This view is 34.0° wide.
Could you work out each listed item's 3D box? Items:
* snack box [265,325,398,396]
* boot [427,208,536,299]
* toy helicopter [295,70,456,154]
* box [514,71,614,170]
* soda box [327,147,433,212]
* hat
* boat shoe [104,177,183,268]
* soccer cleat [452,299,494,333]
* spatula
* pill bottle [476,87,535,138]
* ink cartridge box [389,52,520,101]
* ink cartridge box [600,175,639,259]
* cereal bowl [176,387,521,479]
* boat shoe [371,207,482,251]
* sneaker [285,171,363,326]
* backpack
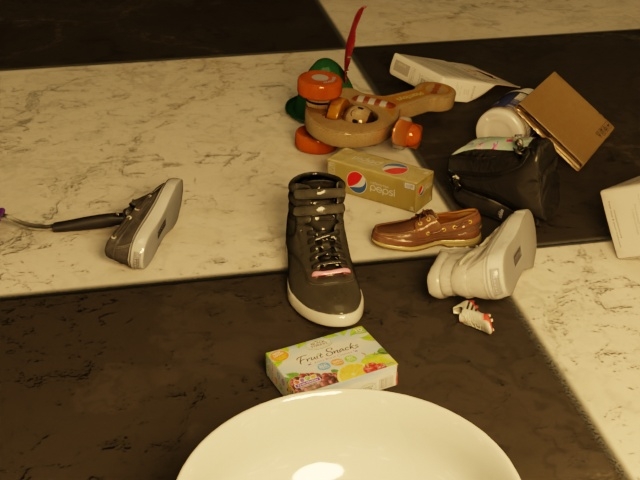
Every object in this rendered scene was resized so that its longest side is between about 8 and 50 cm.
[{"bbox_3d":[0.014,0.164,1.336,0.141,0.037,0.100,-14,31,-23],"label":"snack box"},{"bbox_3d":[0.239,0.019,1.545,0.123,0.095,0.258,-4,13,25],"label":"boot"},{"bbox_3d":[0.134,-0.242,1.972,0.355,0.140,0.235,-20,37,-36],"label":"toy helicopter"},{"bbox_3d":[0.462,-0.229,1.969,0.164,0.021,0.201,44,41,5],"label":"box"},{"bbox_3d":[0.101,-0.106,1.801,0.181,0.058,0.061,18,34,29],"label":"soda box"},{"bbox_3d":[0.013,-0.357,2.122,0.173,0.184,0.208,-1,29,0],"label":"hat"},{"bbox_3d":[-0.280,-0.034,1.656,0.076,0.080,0.228,11,38,5],"label":"boat shoe"},{"bbox_3d":[0.212,0.109,1.448,0.035,0.029,0.083,-17,29,-11],"label":"soccer cleat"},{"bbox_3d":[-0.456,-0.028,1.691,0.296,0.030,0.084,-2,27,-2],"label":"spatula"},{"bbox_3d":[0.368,-0.230,1.986,0.094,0.094,0.169,15,32,25],"label":"pill bottle"},{"bbox_3d":[0.290,-0.346,2.263,0.224,0.056,0.181,3,23,-35],"label":"ink cartridge box"},{"bbox_3d":[0.596,-0.063,1.542,0.207,0.117,0.283,-19,4,-31],"label":"ink cartridge box"},{"bbox_3d":[0.026,0.295,0.994,0.339,0.141,0.339,0,29,0],"label":"cereal bowl"},{"bbox_3d":[0.167,-0.023,1.648,0.178,0.060,0.064,-3,29,-5],"label":"boat shoe"},{"bbox_3d":[0.000,0.000,1.521,0.104,0.147,0.296,-3,30,-9],"label":"sneaker"},{"bbox_3d":[0.304,-0.108,1.739,0.182,0.152,0.115,9,22,40],"label":"backpack"}]
